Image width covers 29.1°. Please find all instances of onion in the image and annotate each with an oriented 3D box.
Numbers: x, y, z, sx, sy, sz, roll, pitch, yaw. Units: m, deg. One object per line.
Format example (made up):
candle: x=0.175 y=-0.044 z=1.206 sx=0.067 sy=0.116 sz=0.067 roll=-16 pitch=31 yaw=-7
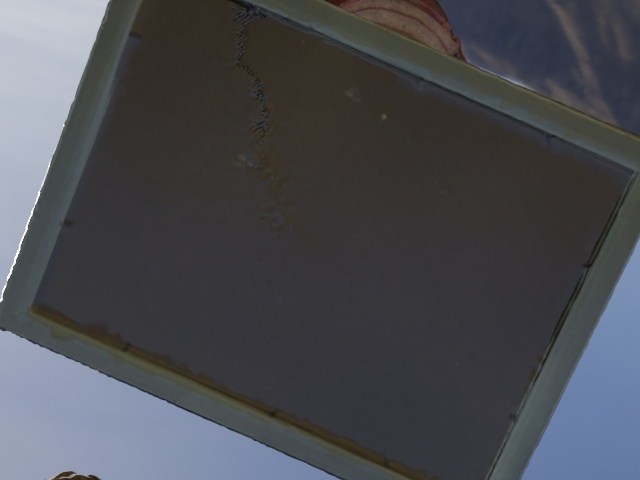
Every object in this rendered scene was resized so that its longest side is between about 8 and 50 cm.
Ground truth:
onion: x=0.031 y=-0.180 z=1.353 sx=0.216 sy=0.206 sz=0.207 roll=2 pitch=177 yaw=-26

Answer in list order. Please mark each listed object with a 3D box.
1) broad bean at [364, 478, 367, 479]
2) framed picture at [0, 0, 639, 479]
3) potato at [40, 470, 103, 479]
broad bean: x=0.060 y=0.044 z=0.750 sx=0.043 sy=0.060 sz=0.298 roll=34 pitch=-122 yaw=-19
framed picture: x=0.000 y=0.000 z=0.637 sx=0.293 sy=0.231 sz=0.018 roll=24 pitch=-167 yaw=1
potato: x=-0.138 y=0.309 z=0.759 sx=0.289 sy=0.296 sz=0.397 roll=9 pitch=-119 yaw=-4
